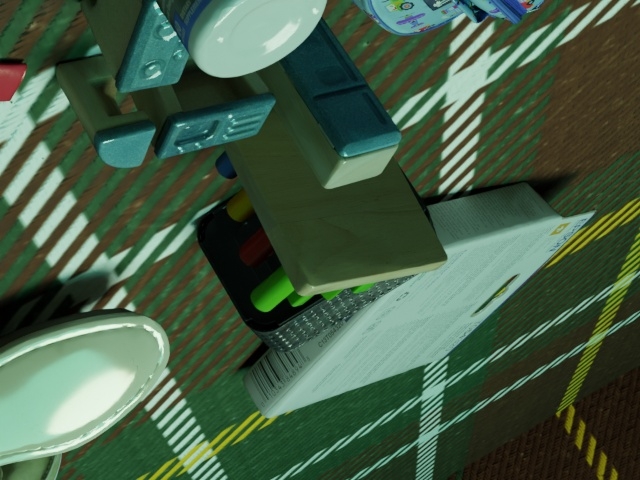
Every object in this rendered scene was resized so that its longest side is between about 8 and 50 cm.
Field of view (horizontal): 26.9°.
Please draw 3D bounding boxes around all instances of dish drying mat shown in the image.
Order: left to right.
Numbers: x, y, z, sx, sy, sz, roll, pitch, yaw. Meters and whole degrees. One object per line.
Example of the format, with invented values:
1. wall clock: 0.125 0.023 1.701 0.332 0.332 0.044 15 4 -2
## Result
1. dish drying mat: -0.216 -0.095 0.798 0.083 0.008 0.032 -6 147 -47

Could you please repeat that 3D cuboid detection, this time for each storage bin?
1. storage bin: 0.000 0.000 1.157 0.180 0.122 0.084 -32 160 1

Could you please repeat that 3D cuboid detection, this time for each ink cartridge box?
1. ink cartridge box: 0.114 0.062 1.545 0.330 0.071 0.324 -14 153 -47

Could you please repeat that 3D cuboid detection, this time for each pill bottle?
1. pill bottle: -0.062 -0.158 0.685 0.078 0.137 0.078 -28 159 -12

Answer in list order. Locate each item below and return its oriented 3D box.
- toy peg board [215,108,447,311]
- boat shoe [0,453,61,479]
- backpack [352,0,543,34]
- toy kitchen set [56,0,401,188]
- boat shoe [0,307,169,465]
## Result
1. toy peg board: -0.010 -0.024 1.041 0.161 0.160 0.079 -9 155 -46
2. boat shoe: -0.314 0.247 1.180 0.094 0.109 0.302 -26 -168 35
3. backpack: 0.083 -0.195 0.840 0.173 0.117 0.158 -33 159 12
4. toy kitchen set: -0.039 -0.112 0.844 0.207 0.122 0.166 -18 156 -33
5. boat shoe: -0.284 0.140 1.116 0.324 0.097 0.116 -29 120 -15
